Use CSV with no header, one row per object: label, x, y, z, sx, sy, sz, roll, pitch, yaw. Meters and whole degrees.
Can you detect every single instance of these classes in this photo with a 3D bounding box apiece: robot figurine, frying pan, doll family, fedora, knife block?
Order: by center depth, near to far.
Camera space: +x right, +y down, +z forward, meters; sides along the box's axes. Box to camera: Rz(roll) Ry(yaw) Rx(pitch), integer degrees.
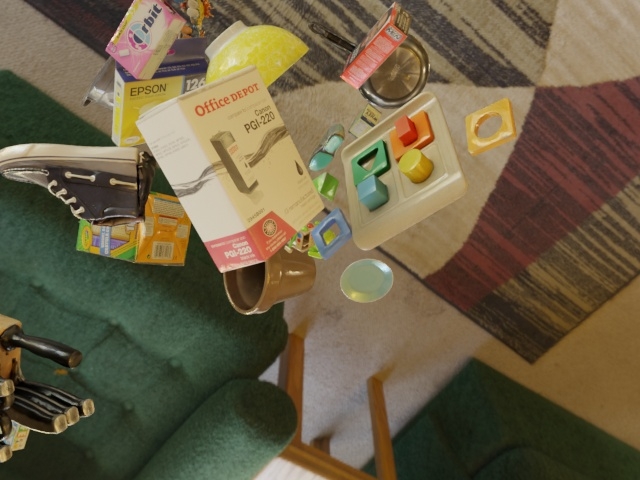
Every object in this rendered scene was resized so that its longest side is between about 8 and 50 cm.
knife block,-0.363,0.121,0.546,0.242,0.275,0.088,4,101,-25
frying pan,0.146,-0.476,1.345,0.197,0.053,0.326,-38,115,14
robot figurine,0.000,0.000,1.490,0.067,0.115,0.101,20,79,-30
doll family,-0.413,-0.693,1.724,0.118,0.163,0.263,10,110,-6
fedora,-0.697,-0.531,1.819,0.124,0.244,0.275,36,156,-26

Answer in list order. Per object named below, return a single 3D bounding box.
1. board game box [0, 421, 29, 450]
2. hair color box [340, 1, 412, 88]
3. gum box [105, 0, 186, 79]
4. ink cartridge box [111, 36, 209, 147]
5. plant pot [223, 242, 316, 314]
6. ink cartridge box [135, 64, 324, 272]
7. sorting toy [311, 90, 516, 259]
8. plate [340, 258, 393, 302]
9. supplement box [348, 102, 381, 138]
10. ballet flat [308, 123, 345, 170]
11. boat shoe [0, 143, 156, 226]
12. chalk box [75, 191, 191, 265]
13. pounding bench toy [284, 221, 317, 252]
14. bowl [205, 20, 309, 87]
board game box,-0.615,0.324,1.051,0.026,0.154,0.104,9,105,-53
hair color box,0.097,-0.343,0.946,0.043,0.072,0.141,32,139,-19
gum box,-0.419,-0.498,1.287,0.107,0.062,0.188,43,111,2
ink cartridge box,-0.470,-0.445,1.603,0.072,0.303,0.307,46,136,21
plant pot,-0.146,0.095,1.678,0.229,0.263,0.263,2,123,-40
ink cartridge box,-0.107,-0.094,0.689,0.092,0.158,0.218,-15,110,39
sorting toy,0.103,-0.108,0.760,0.347,0.196,0.047,-32,137,29
plate,0.162,0.137,1.873,0.188,0.024,0.188,-2,122,-4
supplement box,0.145,-0.384,1.737,0.056,0.083,0.083,35,140,-11
ballet flat,0.024,-0.319,1.825,0.072,0.068,0.213,17,146,-21
boat shoe,-0.530,-0.112,1.140,0.340,0.127,0.158,-1,79,1
chalk box,-0.508,-0.045,1.405,0.288,0.180,0.179,10,90,29
pounding bench toy,-0.054,-0.011,1.347,0.052,0.083,0.065,29,129,27
bowl,-0.185,-0.430,1.290,0.289,0.289,0.156,-37,107,16
